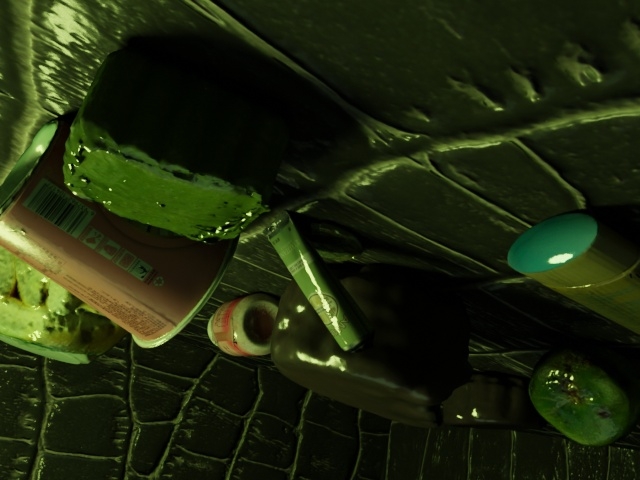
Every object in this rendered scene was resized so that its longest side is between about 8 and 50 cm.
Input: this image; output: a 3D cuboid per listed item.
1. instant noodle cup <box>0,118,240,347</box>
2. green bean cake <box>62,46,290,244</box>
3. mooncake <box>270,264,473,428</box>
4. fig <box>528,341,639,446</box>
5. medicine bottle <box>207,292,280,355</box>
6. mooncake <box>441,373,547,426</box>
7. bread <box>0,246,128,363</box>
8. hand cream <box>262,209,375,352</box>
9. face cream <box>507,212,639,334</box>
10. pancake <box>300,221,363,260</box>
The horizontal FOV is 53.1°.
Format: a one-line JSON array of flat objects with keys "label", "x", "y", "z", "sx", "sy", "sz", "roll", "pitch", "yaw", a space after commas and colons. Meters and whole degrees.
[{"label": "instant noodle cup", "x": -0.271, "y": -0.019, "z": 0.822, "sx": 0.255, "sy": 0.244, "sz": 0.244, "roll": 36, "pitch": 153, "yaw": -30}, {"label": "green bean cake", "x": -0.153, "y": -0.084, "z": 0.661, "sx": 0.200, "sy": 0.113, "sz": 0.214, "roll": 18, "pitch": 161, "yaw": -16}, {"label": "mooncake", "x": 0.089, "y": 0.186, "z": 1.135, "sx": 0.350, "sy": 0.212, "sz": 0.381, "roll": 15, "pitch": 158, "yaw": -4}, {"label": "fig", "x": 0.523, "y": 0.266, "z": 1.209, "sx": 0.203, "sy": 0.203, "sz": 0.235, "roll": -5, "pitch": -166, "yaw": 46}, {"label": "medicine bottle", "x": -0.183, "y": 0.204, "z": 1.522, "sx": 0.147, "sy": 0.147, "sz": 0.247, "roll": 22, "pitch": 162, "yaw": -23}, {"label": "mooncake", "x": 0.471, "y": 0.441, "z": 1.747, "sx": 0.283, "sy": 0.141, "sz": 0.283, "roll": 4, "pitch": 162, "yaw": 1}, {"label": "bread", "x": -0.601, "y": 0.117, "z": 1.391, "sx": 0.395, "sy": 0.264, "sz": 0.239, "roll": 4, "pitch": 164, "yaw": 26}, {"label": "hand cream", "x": -0.002, "y": 0.067, "z": 0.929, "sx": 0.235, "sy": 0.055, "sz": 0.086, "roll": 54, "pitch": 145, "yaw": 0}, {"label": "face cream", "x": 0.348, "y": 0.048, "z": 0.758, "sx": 0.285, "sy": 0.067, "sz": 0.139, "roll": 24, "pitch": 159, "yaw": -30}, {"label": "pancake", "x": 0.004, "y": 0.004, "z": 0.960, "sx": 0.129, "sy": 0.023, "sz": 0.116, "roll": -3, "pitch": 156, "yaw": 42}]
